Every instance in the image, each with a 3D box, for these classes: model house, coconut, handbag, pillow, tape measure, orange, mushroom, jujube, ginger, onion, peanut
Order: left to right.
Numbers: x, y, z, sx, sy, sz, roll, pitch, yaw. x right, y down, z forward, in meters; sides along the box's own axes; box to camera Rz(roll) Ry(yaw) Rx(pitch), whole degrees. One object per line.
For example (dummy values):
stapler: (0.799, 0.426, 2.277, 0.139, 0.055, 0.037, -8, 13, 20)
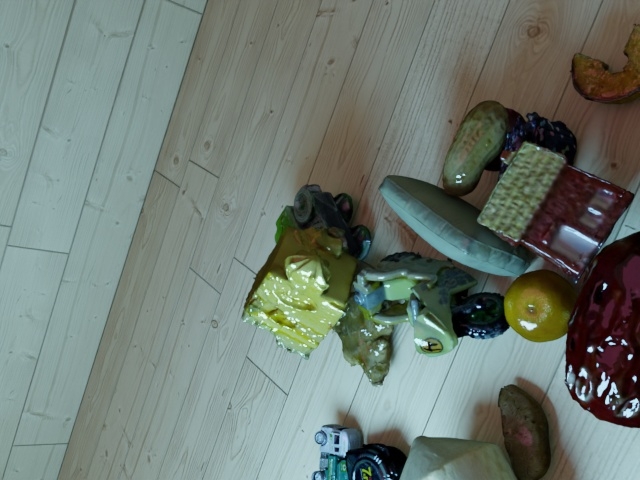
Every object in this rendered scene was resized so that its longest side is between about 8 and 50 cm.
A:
ginger: (0.125, 0.250, 1.857, 0.270, 0.123, 0.218, 58, 133, 28)
tape measure: (0.152, 0.600, 1.755, 0.186, 0.112, 0.198, -25, 69, 51)
pillow: (0.302, -0.034, 1.612, 0.322, 0.256, 0.119, 44, 109, 45)
coconut: (0.284, 0.546, 1.478, 0.329, 0.329, 0.328, -14, 72, 47)
peanut: (0.339, -0.197, 1.555, 0.225, 0.108, 0.095, -63, 35, 11)
onion: (0.409, -0.240, 1.658, 0.140, 0.150, 0.150, -72, 7, -74)
mushroom: (0.435, 0.406, 1.503, 0.094, 0.072, 0.209, -16, 69, 37)
handbag: (0.455, -0.141, 1.534, 0.113, 0.162, 0.260, 20, 99, 47)
orange: (0.465, 0.136, 1.494, 0.155, 0.134, 0.154, 5, 99, 30)
model house: (0.440, -0.064, 1.397, 0.254, 0.160, 0.196, 33, 95, 15)
jujube: (0.578, 0.152, 1.262, 0.258, 0.259, 0.376, 25, 99, 48)

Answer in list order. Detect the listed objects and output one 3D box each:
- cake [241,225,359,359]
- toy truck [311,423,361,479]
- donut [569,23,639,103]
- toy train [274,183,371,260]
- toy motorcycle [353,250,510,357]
cake: (-0.036, 0.107, 1.787, 0.286, 0.223, 0.227, -55, 11, 35)
toy truck: (0.054, 0.598, 1.875, 0.116, 0.110, 0.215, -4, 78, 35)
donut: (0.616, -0.346, 1.464, 0.181, 0.078, 0.145, -22, 66, 37)
toy train: (0.000, 0.000, 2.025, 0.248, 0.174, 0.307, -55, 46, 37)
toy motorcycle: (0.244, 0.143, 1.674, 0.410, 0.237, 0.168, 31, 140, 51)
